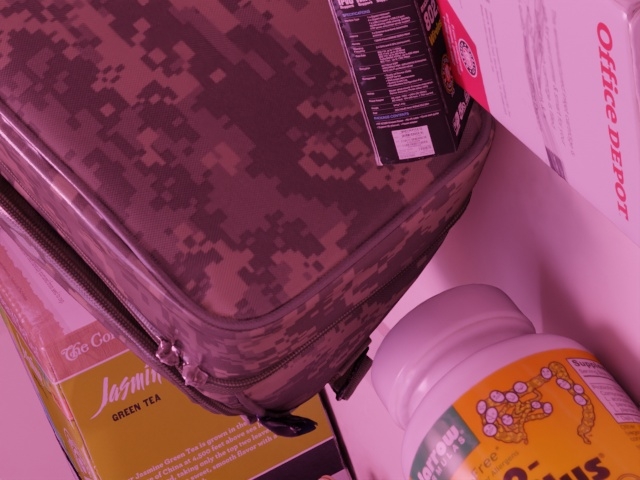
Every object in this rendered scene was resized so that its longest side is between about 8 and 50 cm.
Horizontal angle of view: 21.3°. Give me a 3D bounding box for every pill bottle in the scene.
[{"bbox_3d":[0.112,0.120,0.832,0.208,0.117,0.117,55,163,38],"label":"pill bottle"}]

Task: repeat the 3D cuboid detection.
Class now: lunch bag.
[{"bbox_3d":[-0.073,-0.054,0.931,0.305,0.212,0.256,45,163,10],"label":"lunch bag"}]

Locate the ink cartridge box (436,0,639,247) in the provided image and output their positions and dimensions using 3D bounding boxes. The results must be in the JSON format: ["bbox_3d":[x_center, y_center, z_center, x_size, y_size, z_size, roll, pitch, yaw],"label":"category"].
[{"bbox_3d":[0.102,-0.081,0.630,0.150,0.063,0.109,49,160,48],"label":"ink cartridge box"}]

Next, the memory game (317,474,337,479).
[{"bbox_3d":[0.048,0.282,1.469,0.186,0.012,0.186,37,146,31],"label":"memory game"}]

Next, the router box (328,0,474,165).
[{"bbox_3d":[0.041,-0.102,0.746,0.122,0.038,0.092,-67,-37,-56],"label":"router box"}]

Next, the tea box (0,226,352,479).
[{"bbox_3d":[-0.150,0.134,1.623,0.329,0.220,0.323,36,148,63],"label":"tea box"}]
